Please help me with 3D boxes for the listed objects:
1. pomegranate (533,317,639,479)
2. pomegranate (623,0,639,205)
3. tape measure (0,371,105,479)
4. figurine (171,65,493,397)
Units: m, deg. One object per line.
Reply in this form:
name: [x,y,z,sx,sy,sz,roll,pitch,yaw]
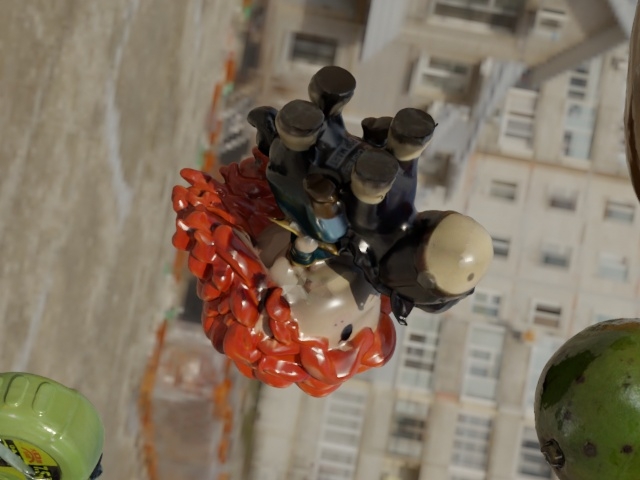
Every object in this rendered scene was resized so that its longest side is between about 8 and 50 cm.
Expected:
pomegranate: [0.322,0.158,1.369,0.202,0.247,0.202,159,-90,-79]
pomegranate: [0.316,-0.104,0.787,0.322,0.322,0.322,10,90,-89]
tape measure: [-0.327,0.218,1.586,0.106,0.175,0.200,-74,150,-46]
figurine: [0.010,-0.001,1.493,0.411,0.306,0.241,-34,-153,50]
